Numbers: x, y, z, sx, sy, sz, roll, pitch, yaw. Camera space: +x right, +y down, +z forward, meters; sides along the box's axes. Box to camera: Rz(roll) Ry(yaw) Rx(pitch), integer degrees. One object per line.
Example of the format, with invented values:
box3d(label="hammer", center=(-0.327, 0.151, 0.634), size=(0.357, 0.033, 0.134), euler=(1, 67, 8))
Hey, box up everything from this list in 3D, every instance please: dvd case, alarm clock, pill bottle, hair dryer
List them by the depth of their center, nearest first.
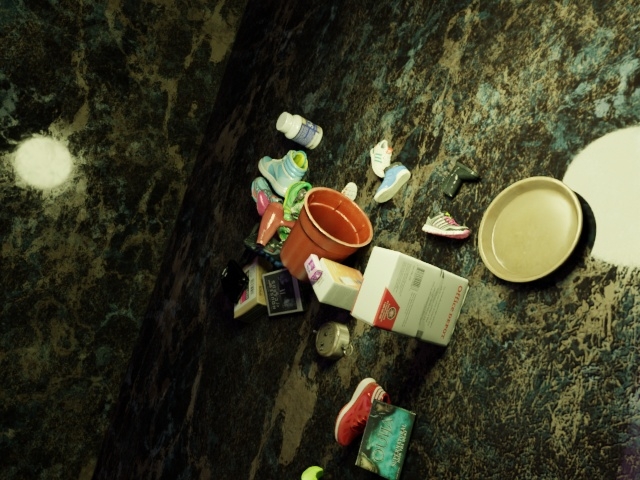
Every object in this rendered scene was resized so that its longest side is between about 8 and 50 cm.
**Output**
box3d(label="alarm clock", center=(0.047, 0.343, 1.728), size=(0.192, 0.064, 0.129), euler=(17, 87, 53))
box3d(label="hair dryer", center=(-0.132, -0.073, 2.015), size=(0.294, 0.080, 0.223), euler=(-31, 60, -3))
box3d(label="dvd case", center=(-0.148, 0.205, 2.043), size=(0.239, 0.030, 0.179), euler=(-18, 80, 48))
box3d(label="pill bottle", center=(-0.095, -0.489, 2.253), size=(0.112, 0.187, 0.112), euler=(-29, 51, 43))

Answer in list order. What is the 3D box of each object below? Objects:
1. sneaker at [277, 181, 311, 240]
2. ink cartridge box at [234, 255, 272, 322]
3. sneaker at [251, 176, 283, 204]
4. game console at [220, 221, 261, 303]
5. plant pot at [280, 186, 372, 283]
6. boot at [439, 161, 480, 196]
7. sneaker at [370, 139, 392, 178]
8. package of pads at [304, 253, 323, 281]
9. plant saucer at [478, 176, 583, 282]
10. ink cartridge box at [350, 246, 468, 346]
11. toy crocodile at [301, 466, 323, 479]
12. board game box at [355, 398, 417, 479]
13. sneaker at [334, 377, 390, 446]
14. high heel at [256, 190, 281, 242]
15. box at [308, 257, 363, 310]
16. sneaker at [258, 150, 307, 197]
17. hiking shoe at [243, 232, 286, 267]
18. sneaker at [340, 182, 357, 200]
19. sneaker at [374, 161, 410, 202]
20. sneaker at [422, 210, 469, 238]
box3d(label="sneaker", center=(-0.103, -0.116, 2.135), size=(0.123, 0.109, 0.295), euler=(-13, 64, 51))
box3d(label="ink cartridge box", center=(-0.295, 0.216, 2.242), size=(0.193, 0.088, 0.234), euler=(-37, 45, 37))
box3d(label="sneaker", center=(-0.214, -0.176, 2.279), size=(0.125, 0.104, 0.261), euler=(-29, 83, 44))
box3d(label="game console", center=(-0.334, 0.087, 2.256), size=(0.361, 0.044, 0.213), euler=(-61, 32, 7))
box3d(label="plant pot", center=(0.000, 0.000, 1.816), size=(0.265, 0.272, 0.272), euler=(-52, 37, 36))
box3d(label="boot", center=(0.409, -0.174, 1.513), size=(0.099, 0.045, 0.121), euler=(-58, 28, 12))
box3d(label="sneaker", center=(0.225, -0.293, 1.820), size=(0.075, 0.057, 0.161), euler=(-46, 37, 39))
box3d(label="package of pads", center=(-0.023, 0.089, 1.676), size=(0.050, 0.032, 0.083), euler=(-54, 35, 24))
box3d(label="plant saucer", center=(0.524, -0.025, 1.279), size=(0.278, 0.041, 0.277), euler=(-29, 51, 43))
box3d(label="ink cartridge box", center=(0.244, 0.154, 1.367), size=(0.114, 0.273, 0.197), euler=(17, 86, 60))
box3d(label="toy crocodile", center=(0.040, 0.794, 1.465), size=(0.340, 0.105, 0.115), euler=(26, 136, 55))
box3d(label="board game box", center=(0.180, 0.548, 1.405), size=(0.126, 0.026, 0.186), euler=(13, 82, 22))
box3d(label="sneaker", center=(0.127, 0.528, 1.494), size=(0.128, 0.087, 0.221), euler=(29, 98, 57))
box3d(label="high heel", center=(-0.192, -0.101, 2.176), size=(0.117, 0.082, 0.244), euler=(-8, 102, 25))
box3d(label="box", center=(0.066, 0.150, 1.701), size=(0.091, 0.170, 0.130), euler=(-56, 36, 21))
box3d(label="sneaker", center=(-0.160, -0.348, 2.328), size=(0.208, 0.127, 0.319), euler=(-57, 45, 20))
box3d(label="hiking shoe", center=(-0.202, 0.054, 2.093), size=(0.304, 0.113, 0.132), euler=(14, 125, 39))
box3d(label="sneaker", center=(0.081, -0.153, 1.946), size=(0.158, 0.061, 0.065), euler=(-62, 28, 9))
box3d(label="sneaker", center=(0.234, -0.205, 1.757), size=(0.152, 0.058, 0.084), euler=(-47, 45, 23))
box3d(label="sneaker", center=(0.368, -0.050, 1.486), size=(0.170, 0.063, 0.074), euler=(15, 91, 61))
